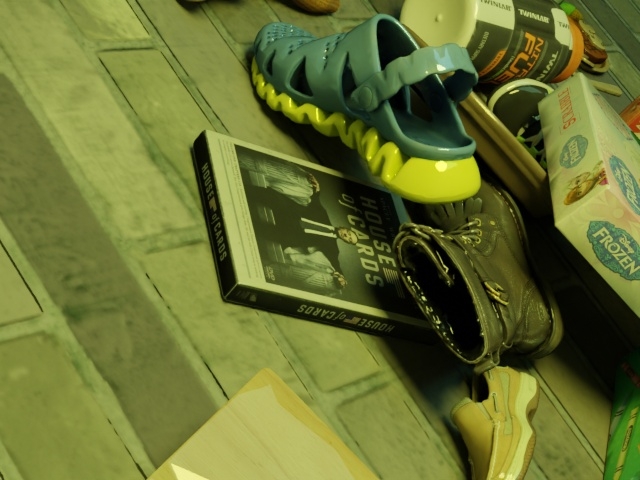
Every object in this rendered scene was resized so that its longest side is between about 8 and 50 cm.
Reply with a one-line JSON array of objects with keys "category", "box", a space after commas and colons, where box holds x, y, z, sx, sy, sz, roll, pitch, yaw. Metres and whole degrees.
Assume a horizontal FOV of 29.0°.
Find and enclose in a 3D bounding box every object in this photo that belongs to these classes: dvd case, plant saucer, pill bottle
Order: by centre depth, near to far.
[{"category": "dvd case", "box": [0.000, 0.000, 1.145, 0.239, 0.029, 0.179, 15, 44, -35]}, {"category": "plant saucer", "box": [0.167, -0.122, 1.344, 0.278, 0.041, 0.278, 47, 7, -8]}, {"category": "pill bottle", "box": [0.226, -0.259, 1.559, 0.246, 0.130, 0.130, 5, 50, -42]}]

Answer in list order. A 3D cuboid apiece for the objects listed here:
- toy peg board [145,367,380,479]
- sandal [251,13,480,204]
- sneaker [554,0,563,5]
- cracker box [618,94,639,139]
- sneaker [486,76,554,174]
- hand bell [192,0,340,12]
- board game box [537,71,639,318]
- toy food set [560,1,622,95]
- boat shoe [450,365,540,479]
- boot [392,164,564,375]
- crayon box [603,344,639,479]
[{"category": "toy peg board", "box": [-0.044, 0.205, 0.859, 0.161, 0.079, 0.161, 45, 50, 3]}, {"category": "sandal", "box": [0.050, -0.157, 1.199, 0.126, 0.138, 0.317, -10, 32, -40]}, {"category": "sneaker", "box": [0.264, -0.364, 1.691, 0.256, 0.151, 0.094, -9, 61, -48]}, {"category": "cracker box", "box": [0.442, -0.062, 1.546, 0.232, 0.155, 0.067, 38, 35, -7]}, {"category": "sneaker", "box": [0.289, -0.096, 1.444, 0.235, 0.084, 0.097, 43, 12, -20]}, {"category": "hand bell", "box": [-0.051, -0.293, 1.361, 0.242, 0.126, 0.126, 11, 45, -54]}, {"category": "board game box", "box": [0.356, 0.006, 1.287, 0.318, 0.066, 0.318, 45, 23, -16]}, {"category": "toy food set", "box": [0.390, -0.304, 1.852, 0.132, 0.038, 0.192, 6, 49, -42]}, {"category": "boat shoe", "box": [0.146, 0.169, 1.093, 0.072, 0.068, 0.190, 28, 24, 0]}, {"category": "boot", "box": [0.130, 0.008, 1.161, 0.229, 0.091, 0.263, 13, 42, -60]}, {"category": "crayon box", "box": [0.374, 0.229, 1.233, 0.165, 0.081, 0.278, 39, 34, -7]}]
